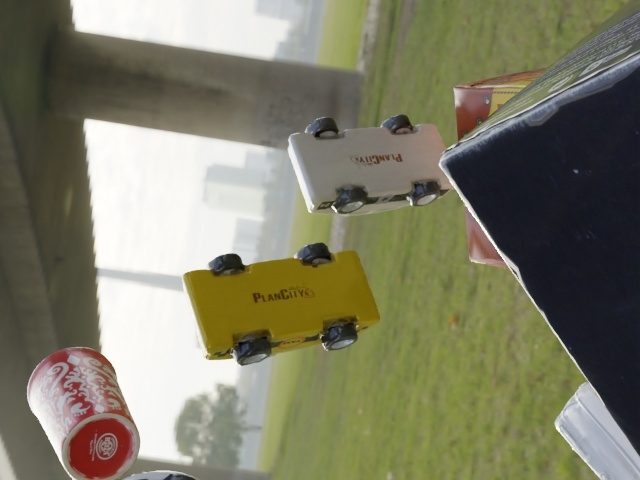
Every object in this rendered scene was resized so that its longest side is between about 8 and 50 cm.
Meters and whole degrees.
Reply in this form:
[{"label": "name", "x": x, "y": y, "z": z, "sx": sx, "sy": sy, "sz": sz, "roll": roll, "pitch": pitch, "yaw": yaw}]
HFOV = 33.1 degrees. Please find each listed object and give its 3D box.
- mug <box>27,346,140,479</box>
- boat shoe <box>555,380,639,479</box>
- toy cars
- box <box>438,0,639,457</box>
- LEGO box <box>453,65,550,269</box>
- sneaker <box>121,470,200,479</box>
[{"label": "mug", "x": -0.273, "y": 0.226, "z": 1.296, "sx": 0.169, "sy": 0.113, "sz": 0.150, "roll": 35, "pitch": 153, "yaw": 61}, {"label": "boat shoe", "x": 0.259, "y": 0.199, "z": 0.875, "sx": 0.063, "sy": 0.066, "sz": 0.184, "roll": -53, "pitch": 57, "yaw": 23}, {"label": "toy cars", "x": 0.000, "y": 0.000, "z": 1.088, "sx": 0.394, "sy": 0.176, "sz": 0.087, "roll": -56, "pitch": 4, "yaw": -37}, {"label": "box", "x": 0.292, "y": -0.003, "z": 0.545, "sx": 0.312, "sy": 0.343, "sz": 0.179, "roll": -39, "pitch": 7, "yaw": -33}, {"label": "LEGO box", "x": 0.432, "y": -0.078, "z": 1.002, "sx": 0.500, "sy": 0.372, "sz": 0.193, "roll": 12, "pitch": 113, "yaw": 54}, {"label": "sneaker", "x": -0.157, "y": 0.232, "z": 0.914, "sx": 0.234, "sy": 0.084, "sz": 0.097, "roll": -33, "pitch": 9, "yaw": 38}]
